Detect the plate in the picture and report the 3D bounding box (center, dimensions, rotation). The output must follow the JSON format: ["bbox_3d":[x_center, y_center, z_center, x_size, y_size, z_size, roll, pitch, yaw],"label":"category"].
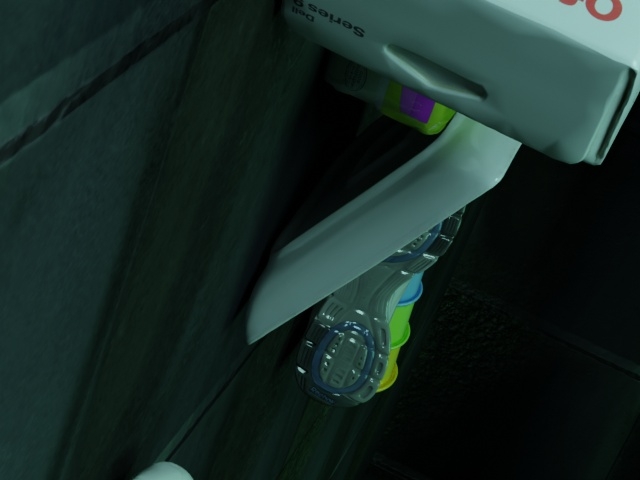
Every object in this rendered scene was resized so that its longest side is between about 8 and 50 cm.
[{"bbox_3d":[0.067,-0.063,1.354,0.277,0.045,0.278,-35,-167,38],"label":"plate"}]

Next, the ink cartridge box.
[{"bbox_3d":[0.133,-0.219,1.004,0.289,0.211,0.121,-62,172,-22],"label":"ink cartridge box"}]

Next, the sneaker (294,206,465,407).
[{"bbox_3d":[0.052,0.015,1.720,0.129,0.111,0.297,-90,-155,-70],"label":"sneaker"}]

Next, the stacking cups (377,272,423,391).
[{"bbox_3d":[0.070,0.019,1.879,0.096,0.096,0.316,-55,162,-52],"label":"stacking cups"}]

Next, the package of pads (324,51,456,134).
[{"bbox_3d":[0.118,-0.236,1.259,0.296,0.101,0.229,-55,167,-48],"label":"package of pads"}]

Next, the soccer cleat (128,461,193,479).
[{"bbox_3d":[-0.146,0.241,1.197,0.196,0.068,0.076,-66,157,4],"label":"soccer cleat"}]
